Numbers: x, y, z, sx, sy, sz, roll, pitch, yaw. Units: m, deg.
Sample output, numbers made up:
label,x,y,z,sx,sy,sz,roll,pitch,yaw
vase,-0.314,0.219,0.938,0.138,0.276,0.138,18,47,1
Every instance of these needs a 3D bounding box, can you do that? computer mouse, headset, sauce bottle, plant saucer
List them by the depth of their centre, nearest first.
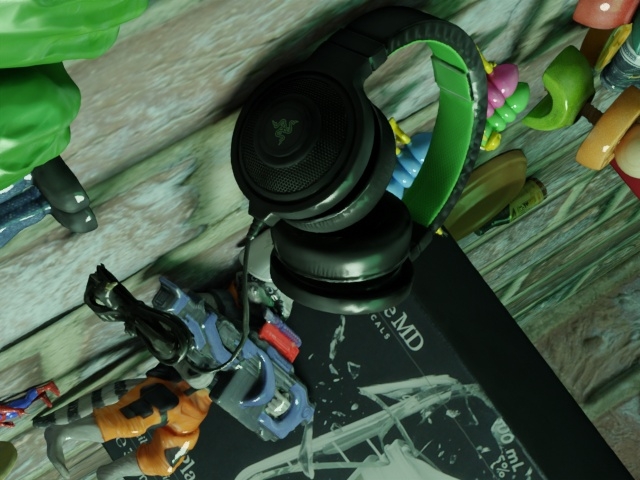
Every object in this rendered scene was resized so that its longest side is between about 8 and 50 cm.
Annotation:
label,x,y,z,sx,sy,sz,roll,pitch,yaw
headset,-0.016,-0.043,1.181,0.394,0.185,0.243,-45,142,-24
computer mouse,0.000,0.000,1.499,0.193,0.106,0.042,-15,134,-36
plant saucer,0.214,-0.050,1.916,0.200,0.037,0.200,-33,165,-10
sauce bottle,0.285,-0.048,2.074,0.128,0.042,0.042,-33,165,-14

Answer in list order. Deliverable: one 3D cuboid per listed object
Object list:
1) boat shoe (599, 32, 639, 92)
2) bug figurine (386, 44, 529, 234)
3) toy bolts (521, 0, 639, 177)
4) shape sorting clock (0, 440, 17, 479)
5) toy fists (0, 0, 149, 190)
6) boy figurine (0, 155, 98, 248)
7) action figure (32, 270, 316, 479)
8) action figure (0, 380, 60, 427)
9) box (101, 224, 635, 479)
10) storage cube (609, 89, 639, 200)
label,x,y,z,sx,sy,sz,roll,pitch,yaw
boat shoe,0.441,-0.248,1.777,0.183,0.065,0.083,-19,160,-31
bug figurine,0.137,-0.100,1.450,0.216,0.072,0.279,-49,166,6
toy bolts,0.354,-0.197,1.463,0.218,0.158,0.228,-44,163,-33
shape sorting clock,-0.390,0.262,1.349,0.206,0.040,0.206,-25,-162,9
toy fists,-0.185,-0.104,0.725,0.142,0.096,0.279,-12,155,-36
boy figurine,-0.289,0.023,0.891,0.285,0.092,0.177,-35,169,-16
action figure,-0.163,0.131,1.498,0.330,0.178,0.341,-41,141,-10
action figure,-0.324,0.179,1.427,0.115,0.030,0.038,-18,162,-46
box,0.062,0.286,1.736,0.472,0.480,0.297,-41,164,19
storage cube,0.575,-0.159,2.092,0.184,0.193,0.215,-23,160,-41
